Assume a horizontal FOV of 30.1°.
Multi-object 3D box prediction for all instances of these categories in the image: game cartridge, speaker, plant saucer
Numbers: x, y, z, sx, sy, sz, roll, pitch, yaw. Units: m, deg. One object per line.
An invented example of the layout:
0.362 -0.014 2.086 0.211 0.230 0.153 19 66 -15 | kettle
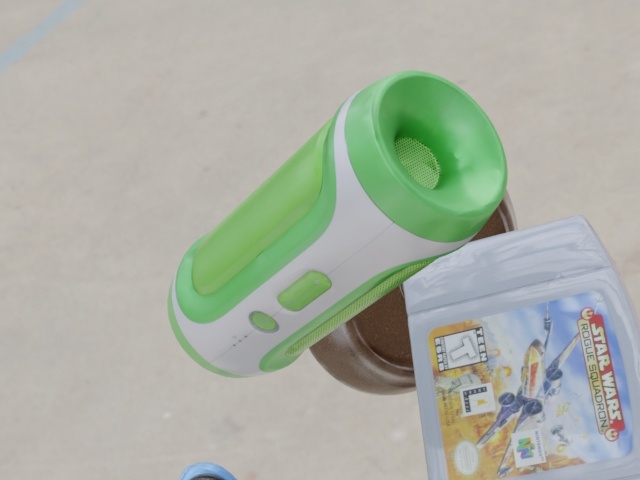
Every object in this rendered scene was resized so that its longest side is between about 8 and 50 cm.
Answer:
0.181 0.129 1.002 0.198 0.062 0.297 -17 64 24 | game cartridge
0.000 0.000 0.857 0.131 0.131 0.296 -43 3 -42 | speaker
0.112 0.031 1.328 0.310 0.311 0.050 -27 24 -23 | plant saucer

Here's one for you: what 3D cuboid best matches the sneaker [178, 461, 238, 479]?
-0.071 0.290 1.116 0.067 0.188 0.078 -28 23 43 | sneaker
